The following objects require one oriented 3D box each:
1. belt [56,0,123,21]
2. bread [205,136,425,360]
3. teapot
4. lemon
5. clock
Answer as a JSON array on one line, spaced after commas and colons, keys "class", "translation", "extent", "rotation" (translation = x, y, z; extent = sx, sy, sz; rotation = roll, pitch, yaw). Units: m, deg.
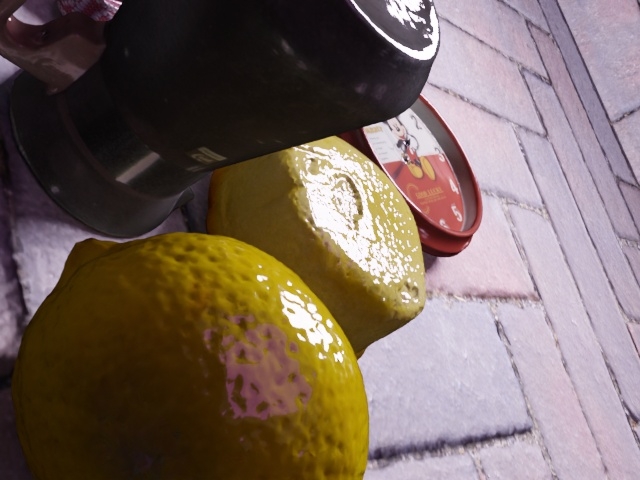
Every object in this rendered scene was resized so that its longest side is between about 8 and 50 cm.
[{"class": "belt", "translation": [-0.185, -0.228, 1.008], "extent": [0.232, 0.053, 0.071], "rotation": [14, 42, -53]}, {"class": "bread", "translation": [0.000, 0.000, 1.006], "extent": [0.270, 0.148, 0.269], "rotation": [38, 34, -31]}, {"class": "teapot", "translation": [-0.105, -0.169, 0.792], "extent": [0.300, 0.344, 0.253], "rotation": [33, 39, -39]}, {"class": "lemon", "translation": [-0.091, 0.121, 0.674], "extent": [0.267, 0.267, 0.267], "rotation": [36, 38, -36]}, {"class": "clock", "translation": [0.121, -0.116, 1.349], "extent": [0.318, 0.080, 0.318], "rotation": [33, 39, -32]}]
